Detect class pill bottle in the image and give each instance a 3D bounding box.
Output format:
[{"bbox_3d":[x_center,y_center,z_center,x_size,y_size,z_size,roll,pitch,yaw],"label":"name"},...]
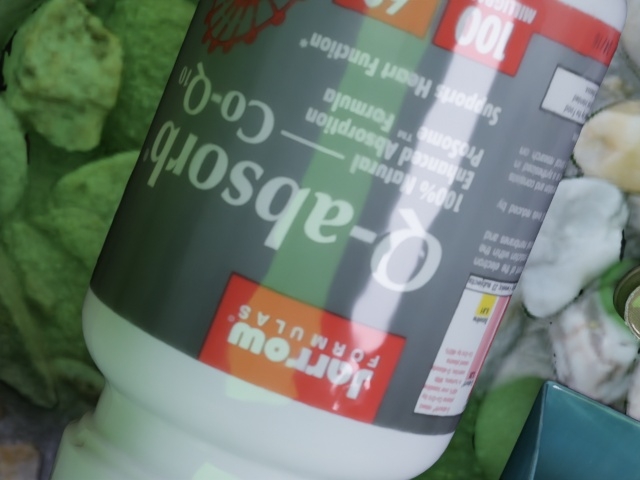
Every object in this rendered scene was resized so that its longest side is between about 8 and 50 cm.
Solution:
[{"bbox_3d":[0.000,0.000,0.965,0.210,0.210,0.362,22,96,2],"label":"pill bottle"}]

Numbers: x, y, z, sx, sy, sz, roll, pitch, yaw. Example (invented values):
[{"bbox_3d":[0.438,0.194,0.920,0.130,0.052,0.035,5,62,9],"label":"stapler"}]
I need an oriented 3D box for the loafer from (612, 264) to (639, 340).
[{"bbox_3d":[0.237,0.061,1.057,0.148,0.050,0.056,27,106,0],"label":"loafer"}]

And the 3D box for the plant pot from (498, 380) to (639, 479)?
[{"bbox_3d":[0.149,0.241,1.063,0.166,0.165,0.234,25,114,1],"label":"plant pot"}]
